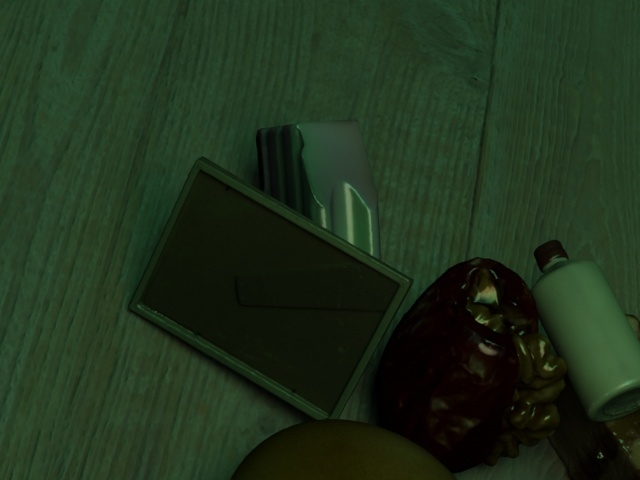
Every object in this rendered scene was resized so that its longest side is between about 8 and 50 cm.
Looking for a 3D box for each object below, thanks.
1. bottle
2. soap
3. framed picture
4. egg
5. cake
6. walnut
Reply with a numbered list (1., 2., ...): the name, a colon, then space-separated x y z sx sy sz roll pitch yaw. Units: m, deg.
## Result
1. bottle: 0.343 0.107 1.771 0.104 0.104 0.245 -10 57 -22
2. soap: 0.000 0.000 1.853 0.109 0.193 0.324 -3 92 -24
3. framed picture: -0.070 0.069 1.770 0.324 0.240 0.020 29 19 8
4. egg: 0.038 0.345 1.652 0.322 0.250 0.250 13 60 -18
5. cake: 0.420 0.243 1.866 0.196 0.199 0.293 -24 66 -19
6. walnut: 0.203 0.176 1.785 0.244 0.269 0.222 37 46 17
